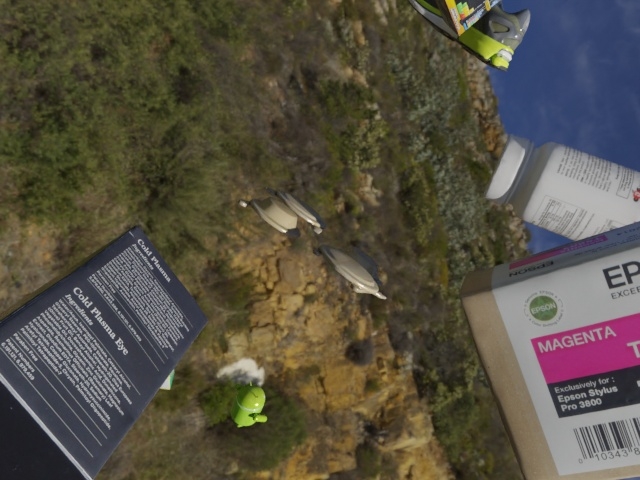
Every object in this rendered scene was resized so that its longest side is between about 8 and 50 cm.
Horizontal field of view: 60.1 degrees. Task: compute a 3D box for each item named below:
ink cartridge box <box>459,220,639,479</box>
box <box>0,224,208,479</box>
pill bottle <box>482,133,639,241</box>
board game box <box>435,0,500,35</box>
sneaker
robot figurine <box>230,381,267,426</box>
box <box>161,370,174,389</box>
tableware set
[{"bbox_3d":[0.263,0.092,0.478,0.193,0.234,0.088,69,23,-2],"label":"ink cartridge box"},{"bbox_3d":[-0.369,0.178,0.697,0.179,0.343,0.312,57,21,-14],"label":"box"},{"bbox_3d":[0.470,-0.092,1.055,0.160,0.283,0.160,-60,167,-25],"label":"pill bottle"},{"bbox_3d":[0.231,-0.411,0.823,0.048,0.141,0.170,59,15,28],"label":"board game box"},{"bbox_3d":[0.287,-0.459,1.097,0.300,0.111,0.121,46,-69,22],"label":"sneaker"},{"bbox_3d":[-0.166,0.375,1.261,0.101,0.067,0.115,51,-48,36],"label":"robot figurine"},{"bbox_3d":[-0.356,0.212,0.995,0.043,0.179,0.105,-90,-170,-51],"label":"box"},{"bbox_3d":[0.000,0.000,0.529,0.168,0.020,0.141,40,12,13],"label":"tableware set"}]
